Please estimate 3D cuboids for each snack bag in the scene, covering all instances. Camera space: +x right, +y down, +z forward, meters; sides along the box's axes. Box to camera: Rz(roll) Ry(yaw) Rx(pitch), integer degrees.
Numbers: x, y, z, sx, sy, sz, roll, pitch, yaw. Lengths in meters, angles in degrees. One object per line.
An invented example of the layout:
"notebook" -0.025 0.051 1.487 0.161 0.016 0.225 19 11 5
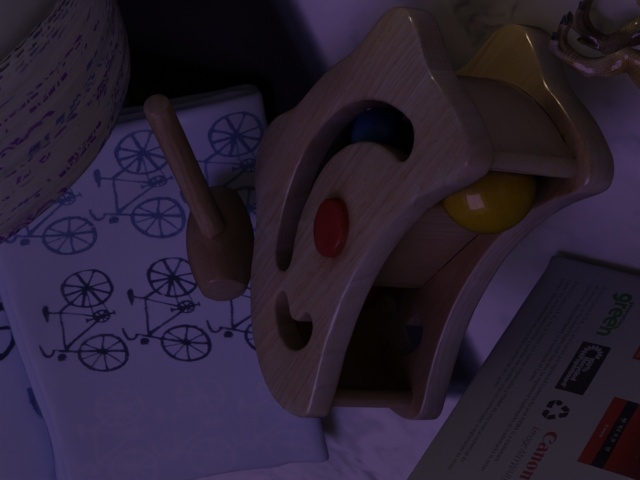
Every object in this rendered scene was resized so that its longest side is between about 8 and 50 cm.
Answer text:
"snack bag" -0.179 0.055 1.033 0.342 0.037 0.323 -8 134 0

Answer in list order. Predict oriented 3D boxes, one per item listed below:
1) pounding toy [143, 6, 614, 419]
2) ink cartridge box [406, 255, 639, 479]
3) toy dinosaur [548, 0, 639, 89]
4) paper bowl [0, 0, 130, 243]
"pounding toy" 0.000 0.000 0.822 0.155 0.154 0.269 4 156 -28
"ink cartridge box" 0.168 0.178 0.783 0.272 0.309 0.130 14 138 31
"toy dinosaur" 0.148 -0.076 0.744 0.092 0.053 0.183 28 143 12
"paper bowl" -0.247 -0.111 0.851 0.284 0.284 0.148 15 140 29
